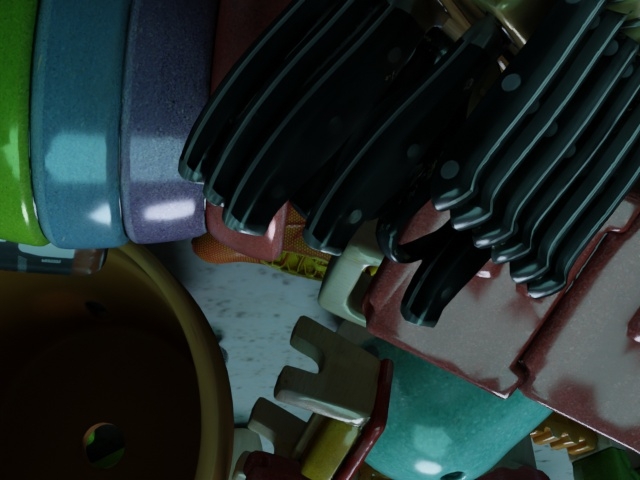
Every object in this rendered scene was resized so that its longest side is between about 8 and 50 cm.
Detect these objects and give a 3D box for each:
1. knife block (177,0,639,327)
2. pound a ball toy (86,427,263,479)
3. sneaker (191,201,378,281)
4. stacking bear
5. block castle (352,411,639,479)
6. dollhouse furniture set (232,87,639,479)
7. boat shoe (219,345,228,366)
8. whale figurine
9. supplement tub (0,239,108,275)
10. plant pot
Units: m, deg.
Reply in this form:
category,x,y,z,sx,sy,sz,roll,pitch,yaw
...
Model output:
category,x,y,z,sx,sy,sz,roll,pitch,yaw
knife block,0.068,-0.114,0.376,0.242,0.276,0.088,-12,150,30
pound a ball toy,-0.229,0.280,1.056,0.208,0.136,0.319,24,138,-38
sneaker,0.000,0.000,0.708,0.175,0.067,0.064,-5,150,2
stacking bear,-0.153,-0.082,0.473,0.288,0.164,0.175,5,163,-2
block castle,0.242,0.320,1.118,0.453,0.213,0.303,20,140,-35
dollhouse furniture set,0.071,0.069,0.586,0.152,0.201,0.374,24,124,-4
boat shoe,-0.136,0.125,0.910,0.040,0.049,0.142,27,129,-33
whale figurine,0.137,0.107,0.829,0.272,0.141,0.216,-20,145,21
supplement tub,-0.214,-0.037,0.580,0.197,0.106,0.106,4,147,-15
plant pot,-0.183,0.138,0.729,0.290,0.291,0.203,-11,163,8
